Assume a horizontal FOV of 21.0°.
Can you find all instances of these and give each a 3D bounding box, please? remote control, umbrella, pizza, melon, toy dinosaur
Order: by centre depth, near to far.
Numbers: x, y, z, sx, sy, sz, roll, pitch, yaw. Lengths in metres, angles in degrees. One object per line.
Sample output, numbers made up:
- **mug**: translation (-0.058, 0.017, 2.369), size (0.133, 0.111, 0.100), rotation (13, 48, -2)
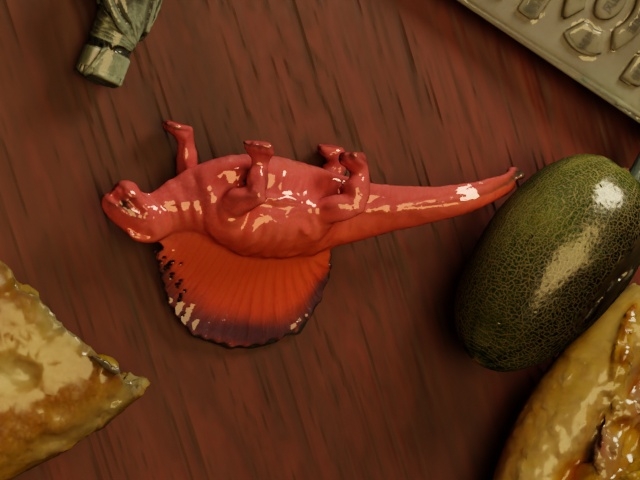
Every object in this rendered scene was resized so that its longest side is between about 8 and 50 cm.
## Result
- **pizza**: translation (-0.278, 0.078, 0.987), size (0.365, 0.074, 0.182), rotation (-10, 96, -19)
- **umbrella**: translation (-0.107, -0.186, 1.061), size (0.050, 0.046, 0.188), rotation (24, 87, -26)
- **toy dinosaur**: translation (-0.004, 0.007, 1.099), size (0.286, 0.070, 0.139), rotation (5, 99, -23)
- **melon**: translation (0.149, 0.016, 1.128), size (0.099, 0.099, 0.162), rotation (41, 85, -16)
- **remote control**: translation (0.174, -0.172, 1.159), size (0.313, 0.055, 0.109), rotation (32, 102, -15)
- **pizza**: translation (0.234, 0.237, 1.163), size (0.278, 0.114, 0.409), rotation (6, 91, -15)

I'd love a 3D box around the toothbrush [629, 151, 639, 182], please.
- **toothbrush**: translation (0.232, -0.084, 1.155), size (0.019, 0.016, 0.219), rotation (21, 108, -16)
